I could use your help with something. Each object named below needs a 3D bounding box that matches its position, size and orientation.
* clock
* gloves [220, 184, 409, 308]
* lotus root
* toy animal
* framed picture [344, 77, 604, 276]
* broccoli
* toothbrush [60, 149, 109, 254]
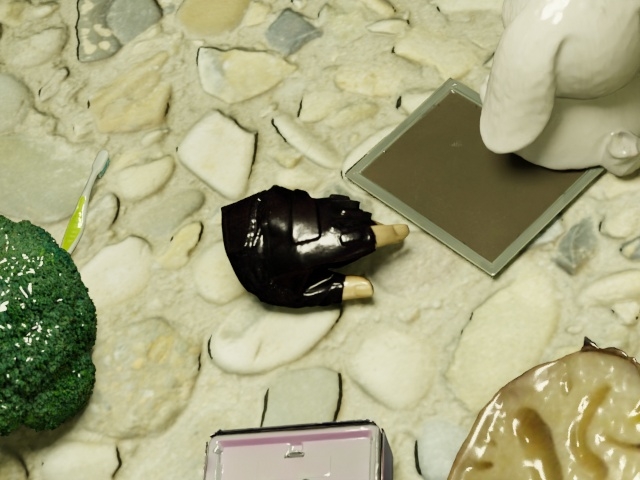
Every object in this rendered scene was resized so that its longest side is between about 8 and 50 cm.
[{"bbox_3d":[-0.023,0.269,1.411,0.193,0.073,0.145,-6,54,13],"label":"clock"},{"bbox_3d":[0.000,0.000,1.581,0.203,0.124,0.164,-19,70,13],"label":"gloves"},{"bbox_3d":[0.273,0.280,1.242,0.375,0.111,0.390,-52,42,-7],"label":"lotus root"},{"bbox_3d":[0.302,-0.216,1.531,0.271,0.265,0.206,-17,52,-4],"label":"toy animal"},{"bbox_3d":[0.182,-0.080,1.637,0.197,0.014,0.252,-43,55,-15],"label":"framed picture"},{"bbox_3d":[-0.405,0.099,1.550,0.297,0.297,0.297,-32,49,20],"label":"broccoli"},{"bbox_3d":[-0.318,-0.008,1.731,0.022,0.026,0.263,11,59,13],"label":"toothbrush"}]
